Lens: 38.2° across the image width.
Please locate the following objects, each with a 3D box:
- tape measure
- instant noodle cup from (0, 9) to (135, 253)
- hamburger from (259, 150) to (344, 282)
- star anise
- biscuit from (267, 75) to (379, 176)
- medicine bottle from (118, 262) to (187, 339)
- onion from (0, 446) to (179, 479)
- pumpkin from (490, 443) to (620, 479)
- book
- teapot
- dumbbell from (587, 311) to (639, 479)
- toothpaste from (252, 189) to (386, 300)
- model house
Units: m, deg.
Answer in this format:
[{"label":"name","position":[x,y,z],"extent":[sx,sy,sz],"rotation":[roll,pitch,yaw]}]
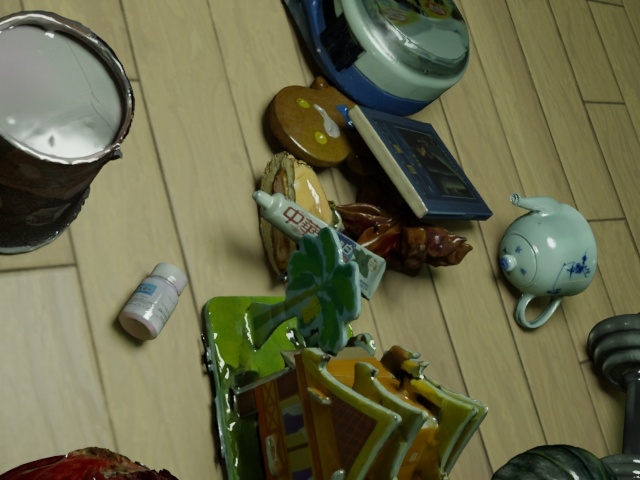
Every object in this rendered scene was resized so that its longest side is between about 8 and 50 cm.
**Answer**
[{"label":"tape measure","position":[0.105,-0.329,1.434],"extent":[0.259,0.138,0.262],"rotation":[1,59,-37]},{"label":"instant noodle cup","position":[-0.319,-0.119,0.994],"extent":[0.217,0.207,0.217],"rotation":[16,61,-30]},{"label":"hamburger","position":[-0.026,-0.027,1.264],"extent":[0.102,0.087,0.176],"rotation":[8,69,-45]},{"label":"star anise","position":[0.109,-0.006,1.334],"extent":[0.212,0.111,0.196],"rotation":[33,17,3]},{"label":"biscuit","position":[0.023,-0.171,1.372],"extent":[0.236,0.039,0.180],"rotation":[-11,66,-44]},{"label":"medicine bottle","position":[-0.198,0.072,1.103],"extent":[0.052,0.052,0.089],"rotation":[41,50,-16]},{"label":"onion","position":[-0.213,0.317,0.840],"extent":[0.276,0.276,0.276],"rotation":[16,61,-32]},{"label":"pumpkin","position":[0.312,0.399,1.256],"extent":[0.250,0.216,0.250],"rotation":[-6,105,-25]},{"label":"book","position":[0.157,-0.111,1.391],"extent":[0.191,0.025,0.269],"rotation":[57,25,17]},{"label":"teapot","position":[0.350,0.028,1.495],"extent":[0.159,0.159,0.232],"rotation":[-18,110,-41]},{"label":"dumbbell","position":[0.502,0.290,1.465],"extent":[0.179,0.179,0.406],"rotation":[33,53,-22]},{"label":"toothpaste","position":[0.000,0.000,1.192],"extent":[0.233,0.038,0.060],"rotation":[36,77,-32]},{"label":"model house","position":[0.051,0.171,1.084],"extent":[0.242,0.313,0.357],"rotation":[6,66,-38]}]
